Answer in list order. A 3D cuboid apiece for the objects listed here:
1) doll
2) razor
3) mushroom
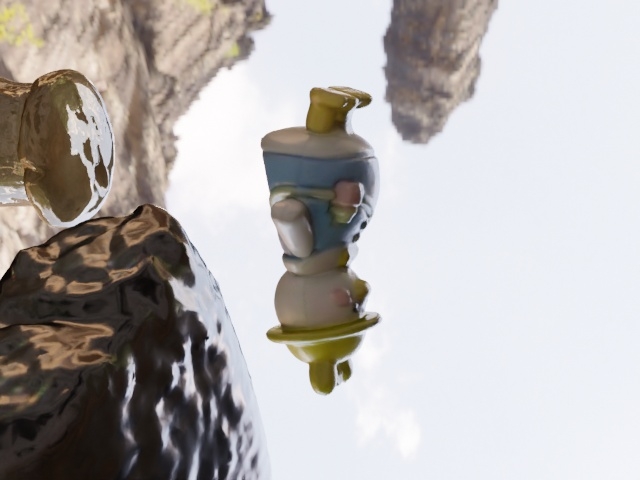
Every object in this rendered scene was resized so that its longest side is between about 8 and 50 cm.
[{"bbox_3d":[0.001,0.000,0.971,0.099,0.135,0.240,-5,-82,-12],"label":"doll"},{"bbox_3d":[-0.088,0.153,0.601,0.107,0.326,0.189,7,-139,18],"label":"razor"},{"bbox_3d":[-0.238,-0.051,0.674,0.247,0.096,0.108,-4,-150,5],"label":"mushroom"}]
